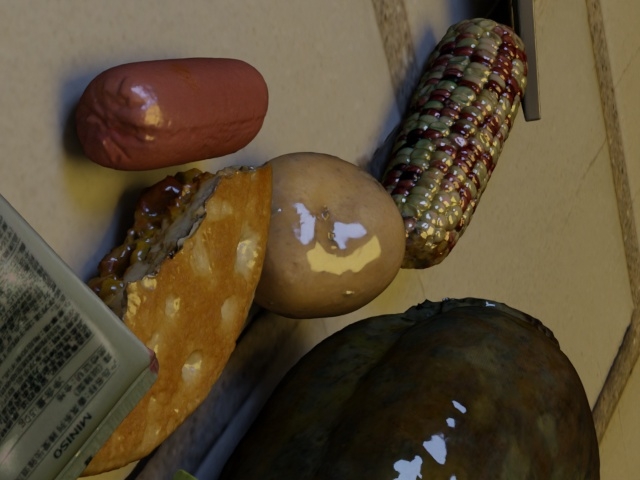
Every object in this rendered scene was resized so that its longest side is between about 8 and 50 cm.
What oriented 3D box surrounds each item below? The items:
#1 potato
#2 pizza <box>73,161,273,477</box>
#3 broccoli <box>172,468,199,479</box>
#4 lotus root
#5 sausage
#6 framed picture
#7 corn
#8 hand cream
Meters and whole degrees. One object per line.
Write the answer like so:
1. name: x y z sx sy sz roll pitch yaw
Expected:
1. potato: -0.002 0.001 1.143 0.147 0.112 0.112 -16 105 -56
2. pizza: -0.093 0.041 1.004 0.246 0.058 0.127 -67 150 -29
3. broccoli: -0.122 0.194 0.674 0.293 0.281 0.348 -47 112 -38
4. lotus root: 0.055 0.187 1.102 0.346 0.250 0.250 -64 144 -40
5. sausage: -0.084 -0.074 1.016 0.154 0.062 0.062 -17 106 -62
6. framed picture: 0.172 -0.237 1.518 0.184 0.016 0.250 -68 154 -79
7. corn: 0.100 -0.072 1.369 0.086 0.086 0.253 67 34 -40
8. hand cream: -0.183 0.011 0.792 0.124 0.077 0.341 -52 140 -19
